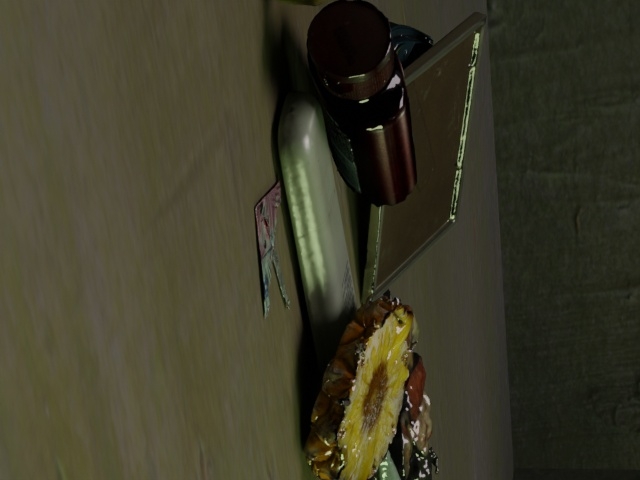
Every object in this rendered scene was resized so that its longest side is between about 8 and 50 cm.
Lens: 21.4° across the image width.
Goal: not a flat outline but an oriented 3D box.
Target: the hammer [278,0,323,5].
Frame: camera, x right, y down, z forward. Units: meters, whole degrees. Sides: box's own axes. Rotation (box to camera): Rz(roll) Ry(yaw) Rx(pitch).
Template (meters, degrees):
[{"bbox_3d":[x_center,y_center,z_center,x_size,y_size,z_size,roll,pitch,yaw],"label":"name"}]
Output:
[{"bbox_3d":[0.021,-0.256,1.531,0.226,0.158,0.041,-35,125,-54],"label":"hammer"}]

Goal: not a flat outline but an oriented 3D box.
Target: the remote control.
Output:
[{"bbox_3d":[-0.001,0.001,1.580,0.090,0.038,0.310,-78,163,-47],"label":"remote control"}]

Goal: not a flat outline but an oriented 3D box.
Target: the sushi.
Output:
[{"bbox_3d":[0.104,0.204,2.052,0.320,0.068,0.339,66,25,-66],"label":"sushi"}]

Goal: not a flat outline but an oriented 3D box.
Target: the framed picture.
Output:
[{"bbox_3d":[0.117,-0.092,1.925,0.213,0.016,0.289,-41,146,-45],"label":"framed picture"}]

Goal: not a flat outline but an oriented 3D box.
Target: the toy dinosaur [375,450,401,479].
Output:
[{"bbox_3d":[0.084,0.315,1.847,0.205,0.092,0.393,-22,96,-73],"label":"toy dinosaur"}]

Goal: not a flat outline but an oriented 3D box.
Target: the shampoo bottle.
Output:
[{"bbox_3d":[0.039,-0.131,1.579,0.323,0.084,0.129,71,-5,-73],"label":"shampoo bottle"}]

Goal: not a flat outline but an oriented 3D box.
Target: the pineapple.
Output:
[{"bbox_3d":[0.037,0.148,1.627,0.221,0.047,0.221,15,90,-72],"label":"pineapple"}]

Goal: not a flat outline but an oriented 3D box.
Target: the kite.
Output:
[{"bbox_3d":[-0.040,0.008,1.461,0.152,0.005,0.137,73,20,-60],"label":"kite"}]

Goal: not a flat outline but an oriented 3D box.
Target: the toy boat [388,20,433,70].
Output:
[{"bbox_3d":[0.078,-0.194,1.870,0.093,0.103,0.246,-68,167,8],"label":"toy boat"}]
